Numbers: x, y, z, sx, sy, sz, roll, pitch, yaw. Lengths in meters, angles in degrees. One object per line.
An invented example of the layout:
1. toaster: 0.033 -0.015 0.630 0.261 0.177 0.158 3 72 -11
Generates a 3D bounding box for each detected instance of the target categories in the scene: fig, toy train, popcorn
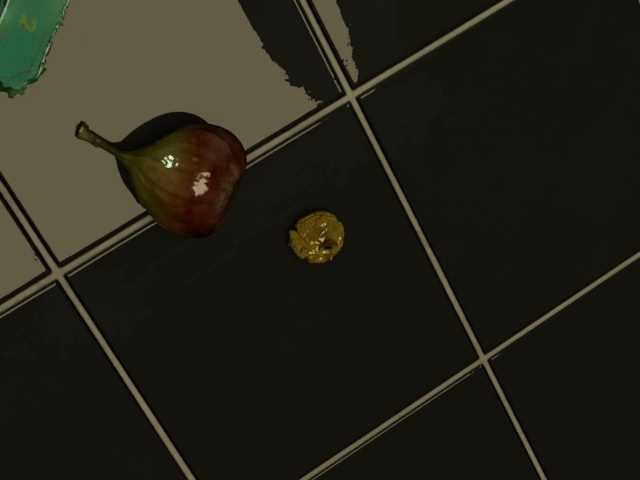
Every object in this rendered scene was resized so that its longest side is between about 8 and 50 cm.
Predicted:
1. fig: -0.213 -0.098 1.557 0.143 0.230 0.160 -2 110 -64
2. toy train: -0.415 -0.294 1.412 0.163 0.112 0.203 17 101 -51
3. popcorn: 0.000 0.000 1.663 0.084 0.084 0.084 -5 104 -18
